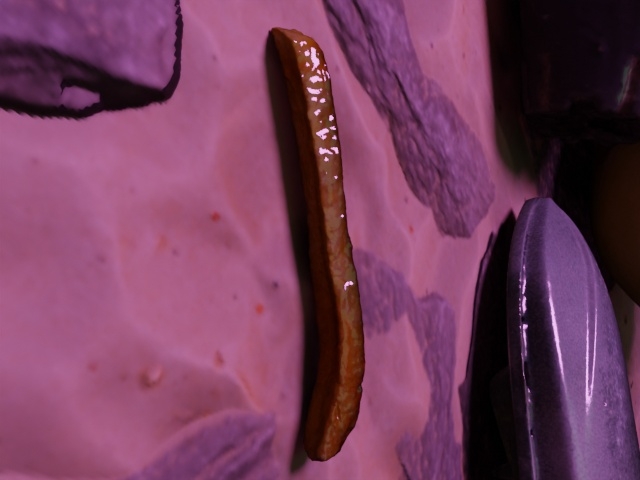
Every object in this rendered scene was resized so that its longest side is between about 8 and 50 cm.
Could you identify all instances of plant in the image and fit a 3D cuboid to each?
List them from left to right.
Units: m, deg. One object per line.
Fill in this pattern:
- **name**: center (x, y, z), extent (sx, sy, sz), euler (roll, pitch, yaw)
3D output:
- **plant**: center (0.228, -0.205, 0.541), extent (0.164, 0.142, 0.255), euler (14, 82, -61)

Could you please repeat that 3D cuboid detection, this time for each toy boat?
- **toy boat**: center (0.174, 0.122, 0.509), extent (0.141, 0.092, 0.319), euler (15, 69, -51)

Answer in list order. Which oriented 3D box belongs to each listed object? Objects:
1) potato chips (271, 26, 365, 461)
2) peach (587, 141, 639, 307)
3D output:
- **potato chips**: center (0.000, 0.000, 0.336), extent (0.037, 0.026, 0.203), euler (-6, 93, -39)
- **peach**: center (0.402, -0.065, 0.638), extent (0.315, 0.282, 0.314), euler (-67, 170, -46)
